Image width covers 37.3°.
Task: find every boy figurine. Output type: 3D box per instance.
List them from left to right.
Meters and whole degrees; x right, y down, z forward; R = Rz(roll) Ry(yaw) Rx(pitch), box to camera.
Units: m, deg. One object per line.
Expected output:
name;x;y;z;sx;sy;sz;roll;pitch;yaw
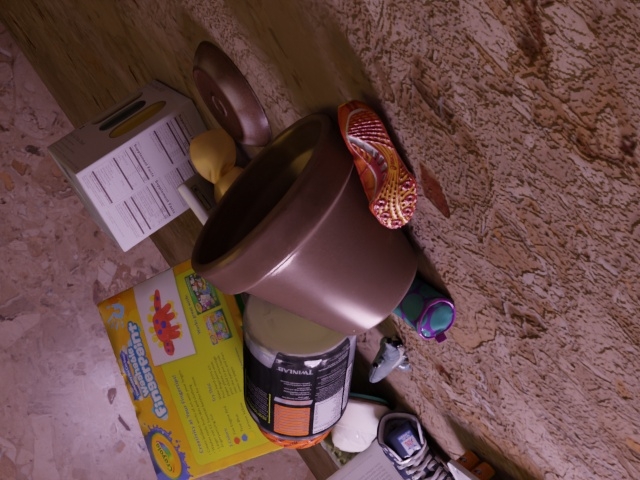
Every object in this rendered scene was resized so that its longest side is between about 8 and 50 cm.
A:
boy figurine;-0.133;-0.073;1.714;0.285;0.092;0.177;56;169;-2

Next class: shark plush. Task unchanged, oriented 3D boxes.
shark plush;0.116;0.202;1.604;0.073;0.067;0.161;53;165;7

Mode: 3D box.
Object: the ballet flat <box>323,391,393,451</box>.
ballet flat;0.064;0.392;2.037;0.139;0.139;0.400;54;168;0

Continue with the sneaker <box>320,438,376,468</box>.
sneaker;0.095;0.510;2.215;0.305;0.114;0.152;44;-167;7

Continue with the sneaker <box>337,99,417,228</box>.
sneaker;0.071;-0.092;1.132;0.067;0.064;0.175;-112;1;-59

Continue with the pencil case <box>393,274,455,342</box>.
pencil case;0.121;0.082;1.327;0.152;0.065;0.070;36;141;52

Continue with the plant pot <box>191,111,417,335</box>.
plant pot;0.000;0.000;1.245;0.229;0.263;0.263;39;171;-20

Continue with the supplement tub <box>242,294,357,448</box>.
supplement tub;-0.042;0.234;1.771;0.207;0.207;0.338;45;149;30

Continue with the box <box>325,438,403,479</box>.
box;0.188;0.605;2.003;0.345;0.215;0.168;47;164;26

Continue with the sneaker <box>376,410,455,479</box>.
sneaker;0.204;0.441;1.810;0.282;0.099;0.153;43;164;45

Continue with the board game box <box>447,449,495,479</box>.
board game box;0.403;0.561;1.561;0.390;0.050;0.390;26;149;60

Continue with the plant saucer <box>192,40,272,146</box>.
plant saucer;-0.152;-0.227;1.534;0.198;0.036;0.198;49;166;17

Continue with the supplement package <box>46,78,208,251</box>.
supplement package;-0.359;-0.154;1.887;0.199;0.263;0.198;34;155;53

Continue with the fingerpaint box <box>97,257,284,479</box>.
fingerpaint box;-0.248;0.275;2.099;0.163;0.371;0.444;-7;-106;-61

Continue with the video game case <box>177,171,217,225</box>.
video game case;-0.170;-0.049;1.789;0.201;0.023;0.183;55;-154;-8
